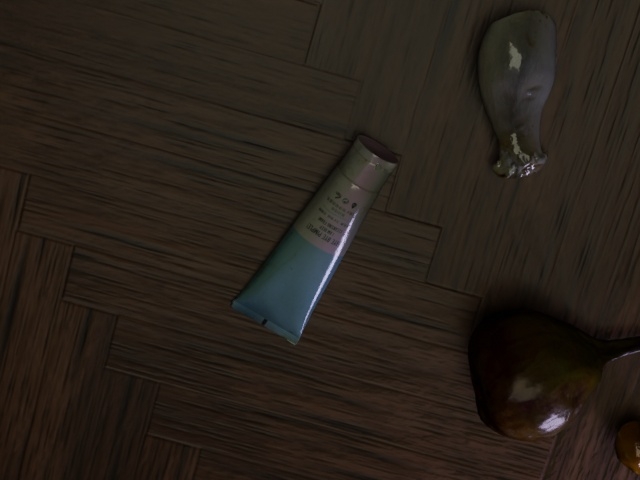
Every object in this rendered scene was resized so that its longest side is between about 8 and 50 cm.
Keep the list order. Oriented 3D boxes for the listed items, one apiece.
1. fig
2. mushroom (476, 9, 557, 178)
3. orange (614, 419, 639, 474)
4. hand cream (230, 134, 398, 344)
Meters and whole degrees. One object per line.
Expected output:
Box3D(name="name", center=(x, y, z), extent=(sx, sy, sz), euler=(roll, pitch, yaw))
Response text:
Box3D(name="fig", center=(0.339, 0.195, 1.743), extent=(0.290, 0.190, 0.191), euler=(10, 104, -18))
Box3D(name="mushroom", center=(0.263, -0.192, 1.683), extent=(0.116, 0.093, 0.225), euler=(-2, 99, -19))
Box3D(name="orange", center=(0.454, 0.298, 1.806), extent=(0.062, 0.086, 0.086), euler=(-26, 103, 31))
Box3D(name="hand cream", center=(0.000, 0.000, 1.762), extent=(0.111, 0.070, 0.312), euler=(32, 110, -8))
